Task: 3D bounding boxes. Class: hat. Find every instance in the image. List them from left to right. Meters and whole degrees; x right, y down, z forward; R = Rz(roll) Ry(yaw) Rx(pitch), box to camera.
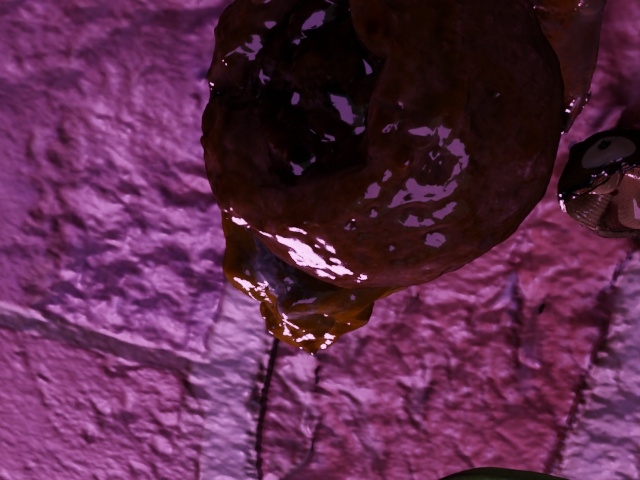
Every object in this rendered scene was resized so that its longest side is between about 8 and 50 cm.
[{"bbox_3d":[0.192,-0.043,1.221,0.076,0.059,0.077,29,138,-31],"label":"hat"}]

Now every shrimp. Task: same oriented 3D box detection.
[{"bbox_3d":[0.130,-0.133,1.177,0.101,0.042,0.190,17,136,29],"label":"shrimp"}]

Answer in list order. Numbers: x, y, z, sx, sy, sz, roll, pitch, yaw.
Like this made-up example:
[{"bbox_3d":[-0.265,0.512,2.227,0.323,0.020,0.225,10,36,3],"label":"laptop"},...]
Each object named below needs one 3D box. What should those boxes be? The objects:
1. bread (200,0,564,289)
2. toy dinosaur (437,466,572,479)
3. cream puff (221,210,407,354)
[{"bbox_3d":[0.025,-0.079,1.134,0.230,0.123,0.230,0,89,29],"label":"bread"},{"bbox_3d":[0.331,0.296,1.451,0.500,0.144,0.374,11,143,10],"label":"toy dinosaur"},{"bbox_3d":[0.000,0.000,1.273,0.146,0.146,0.116,16,159,2],"label":"cream puff"}]
